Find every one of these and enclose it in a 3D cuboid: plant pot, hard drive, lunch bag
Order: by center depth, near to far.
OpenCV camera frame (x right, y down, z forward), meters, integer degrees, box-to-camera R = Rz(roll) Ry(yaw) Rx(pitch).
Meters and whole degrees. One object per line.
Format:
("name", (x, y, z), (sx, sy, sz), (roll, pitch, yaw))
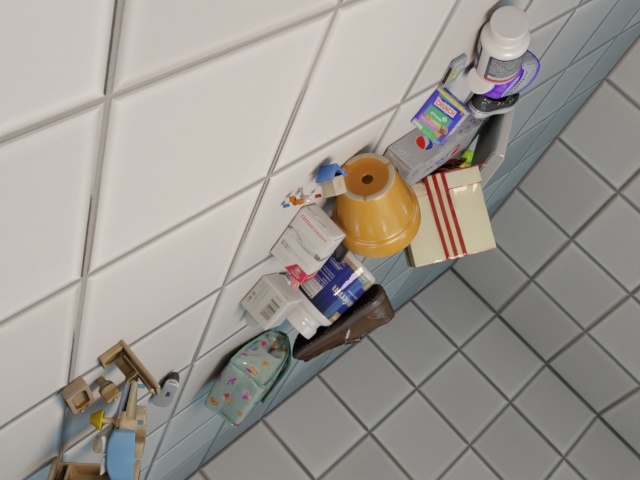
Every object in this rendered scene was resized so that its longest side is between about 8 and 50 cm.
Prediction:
("plant pot", (0.116, -0.093, 1.735), (0.205, 0.205, 0.188), (-41, 150, -11))
("hard drive", (0.495, -0.288, 2.211), (0.203, 0.040, 0.308), (117, -3, -53))
("lunch bag", (-0.205, 0.408, 2.340), (0.223, 0.160, 0.262), (-56, 173, 30))

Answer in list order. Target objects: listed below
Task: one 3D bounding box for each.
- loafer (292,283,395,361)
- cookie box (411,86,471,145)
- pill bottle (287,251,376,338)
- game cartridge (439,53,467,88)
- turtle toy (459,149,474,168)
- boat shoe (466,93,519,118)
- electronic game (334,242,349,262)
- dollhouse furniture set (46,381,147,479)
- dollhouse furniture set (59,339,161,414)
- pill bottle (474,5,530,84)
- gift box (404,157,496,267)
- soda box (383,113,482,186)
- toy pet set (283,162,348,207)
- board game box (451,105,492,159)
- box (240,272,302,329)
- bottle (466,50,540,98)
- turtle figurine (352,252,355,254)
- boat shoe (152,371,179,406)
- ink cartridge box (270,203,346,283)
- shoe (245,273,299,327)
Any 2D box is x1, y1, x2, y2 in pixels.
("loafer", (0.069, 0.274, 2.275), (0.366, 0.130, 0.134), (-33, -157, 26))
("cookie box", (0.281, -0.290, 1.787), (0.107, 0.092, 0.040), (-52, 167, 26))
("pill bottle", (0.018, 0.149, 2.205), (0.264, 0.153, 0.153), (-44, 166, 1))
("game cartridge", (0.301, -0.383, 1.731), (0.056, 0.017, 0.083), (-39, 166, -31))
("turtle toy", (0.451, -0.233, 2.468), (0.130, 0.066, 0.095), (-48, 142, 9))
("boat shoe", (0.486, -0.397, 2.092), (0.228, 0.080, 0.076), (-21, 156, -40))
("electronic game", (0.099, -0.045, 1.949), (0.229, 0.048, 0.229), (-60, 180, 0))
("dollhouse furniture set", (-0.504, 0.428, 1.730), (0.286, 0.198, 0.303), (-100, -163, -61))
("dollhouse furniture set", (-0.416, 0.312, 1.532), (0.151, 0.123, 0.144), (-37, 164, -24))
("pill bottle", (0.400, -0.429, 1.679), (0.108, 0.108, 0.180), (-42, 166, -8))
("gift box", (0.327, -0.079, 2.036), (0.255, 0.258, 0.276), (-14, 178, -4))
("soda box", (0.275, -0.235, 1.926), (0.286, 0.091, 0.098), (-35, 162, -32))
("toy pet set", (-0.009, -0.118, 1.597), (0.114, 0.065, 0.122), (-10, -172, 39))
("board game box", (0.367, -0.265, 2.195), (0.213, 0.046, 0.317), (-31, 161, -44))
("box", (-0.123, 0.152, 1.929), (0.101, 0.102, 0.087), (-49, 163, 19))
("bottle", (0.449, -0.410, 1.898), (0.283, 0.092, 0.118), (-24, 157, -53))
("turtle figurine", (0.072, 0.214, 2.453), (0.274, 0.198, 0.266), (-39, 167, -1))
("boat shoe", (-0.393, 0.386, 1.974), (0.142, 0.049, 0.040), (-51, -157, 44))
("ink cartridge box", (-0.028, 0.006, 1.749), (0.063, 0.109, 0.150), (-22, 154, -54))
("shoe", (-0.123, 0.159, 2.024), (0.178, 0.063, 0.081), (-52, 160, 17))
